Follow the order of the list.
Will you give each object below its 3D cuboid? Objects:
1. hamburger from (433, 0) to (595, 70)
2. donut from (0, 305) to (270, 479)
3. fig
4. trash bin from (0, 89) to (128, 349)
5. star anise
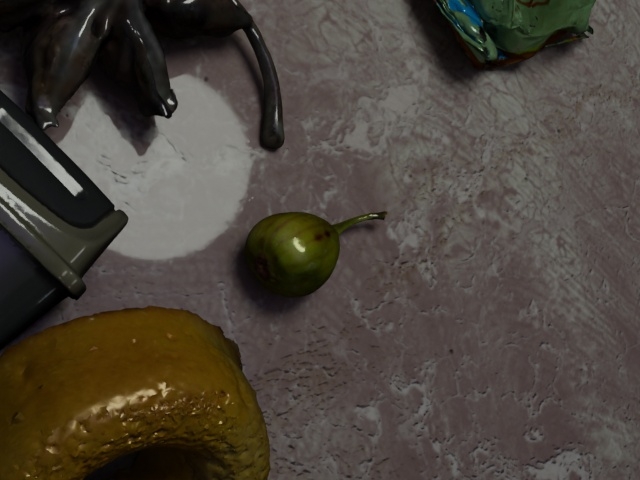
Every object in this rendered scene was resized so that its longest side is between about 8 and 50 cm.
[{"bbox_3d":[0.238,-0.350,0.942,0.260,0.150,0.276,-7,84,-25],"label":"hamburger"},{"bbox_3d":[-0.160,0.191,0.649,0.277,0.108,0.278,-18,124,-29],"label":"donut"},{"bbox_3d":[0.001,0.014,0.829,0.166,0.093,0.093,0,81,-42],"label":"fig"},{"bbox_3d":[-0.320,0.021,0.640,0.209,0.182,0.290,47,74,-10],"label":"trash bin"},{"bbox_3d":[-0.207,-0.222,0.758,0.315,0.139,0.360,-22,105,-27],"label":"star anise"}]
